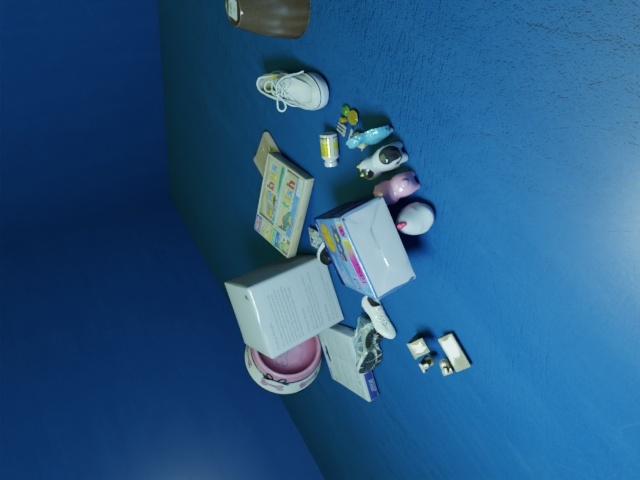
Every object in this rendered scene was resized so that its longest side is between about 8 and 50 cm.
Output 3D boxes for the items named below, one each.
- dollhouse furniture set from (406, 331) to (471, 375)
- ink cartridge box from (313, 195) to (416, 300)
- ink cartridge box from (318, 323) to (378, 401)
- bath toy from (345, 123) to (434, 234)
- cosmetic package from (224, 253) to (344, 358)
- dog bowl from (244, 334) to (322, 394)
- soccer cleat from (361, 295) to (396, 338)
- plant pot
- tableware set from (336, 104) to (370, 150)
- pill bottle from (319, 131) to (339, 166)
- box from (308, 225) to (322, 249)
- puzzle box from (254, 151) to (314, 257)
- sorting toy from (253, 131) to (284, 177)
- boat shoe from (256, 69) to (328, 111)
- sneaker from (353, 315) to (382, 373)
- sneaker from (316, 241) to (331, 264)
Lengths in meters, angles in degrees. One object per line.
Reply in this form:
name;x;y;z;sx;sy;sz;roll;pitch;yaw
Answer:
dollhouse furniture set;0.404;0.364;1.353;0.151;0.123;0.144;-34;78;25
ink cartridge box;0.118;0.017;1.321;0.270;0.151;0.395;66;169;-8
ink cartridge box;0.119;0.553;1.917;0.330;0.071;0.324;4;114;62
bath toy;0.207;-0.167;1.211;0.348;0.129;0.151;63;150;5
cosmetic package;-0.171;0.279;1.873;0.327;0.393;0.329;0;109;59
dog bowl;-0.177;0.555;2.055;0.408;0.408;0.150;52;148;25
soccer cleat;0.225;0.290;1.561;0.196;0.068;0.076;54;145;28
plant pot;-0.188;-0.775;1.338;0.215;0.230;0.215;39;140;41
tableware set;0.113;-0.375;1.333;0.154;0.024;0.104;48;143;32
pill bottle;0.034;-0.326;1.450;0.065;0.065;0.116;27;131;49
box;0.000;0.000;1.770;0.137;0.027;0.094;28;131;49
puzzle box;-0.175;-0.158;1.823;0.272;0.052;0.409;39;129;33
sorting toy;-0.236;-0.375;1.901;0.193;0.038;0.208;60;145;13
boat shoe;-0.128;-0.550;1.470;0.367;0.156;0.136;38;140;42
sneaker;0.193;0.436;1.702;0.122;0.110;0.283;-131;39;-51
sneaker;0.072;0.033;1.602;0.124;0.107;0.283;47;146;21
